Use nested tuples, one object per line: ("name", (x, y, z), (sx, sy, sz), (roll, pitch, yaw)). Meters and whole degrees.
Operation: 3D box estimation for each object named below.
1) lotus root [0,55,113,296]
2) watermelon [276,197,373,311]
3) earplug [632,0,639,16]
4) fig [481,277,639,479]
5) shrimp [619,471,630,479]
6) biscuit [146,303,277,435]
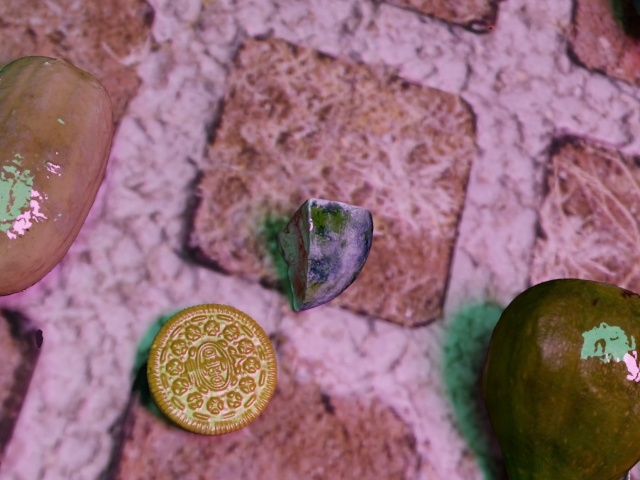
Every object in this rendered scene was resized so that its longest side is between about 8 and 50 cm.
("lotus root", (-0.187, -0.032, 0.625), (0.090, 0.077, 0.183), (23, 65, -5))
("watermelon", (0.000, 0.000, 0.687), (0.061, 0.085, 0.085), (20, 63, 26))
("earplug", (0.374, -0.212, 0.787), (0.257, 0.280, 0.164), (-13, 45, 15))
("fig", (0.156, 0.107, 0.644), (0.123, 0.123, 0.156), (24, 78, -5))
("shrimp", (0.229, 0.166, 0.680), (0.126, 0.047, 0.223), (0, 72, -3))
("biscuit", (-0.069, 0.082, 0.643), (0.084, 0.023, 0.084), (4, 71, -12))
